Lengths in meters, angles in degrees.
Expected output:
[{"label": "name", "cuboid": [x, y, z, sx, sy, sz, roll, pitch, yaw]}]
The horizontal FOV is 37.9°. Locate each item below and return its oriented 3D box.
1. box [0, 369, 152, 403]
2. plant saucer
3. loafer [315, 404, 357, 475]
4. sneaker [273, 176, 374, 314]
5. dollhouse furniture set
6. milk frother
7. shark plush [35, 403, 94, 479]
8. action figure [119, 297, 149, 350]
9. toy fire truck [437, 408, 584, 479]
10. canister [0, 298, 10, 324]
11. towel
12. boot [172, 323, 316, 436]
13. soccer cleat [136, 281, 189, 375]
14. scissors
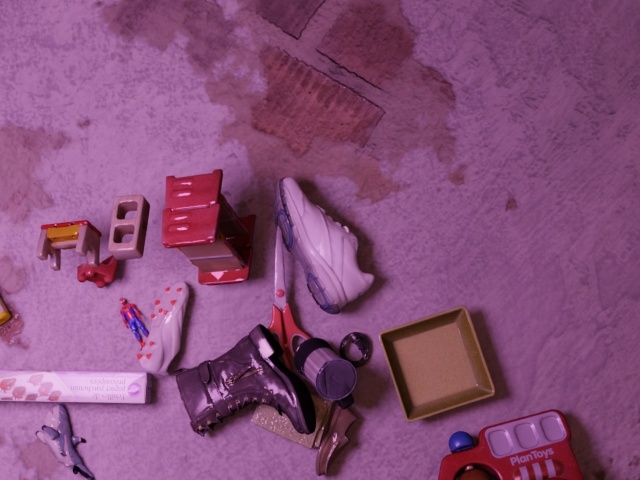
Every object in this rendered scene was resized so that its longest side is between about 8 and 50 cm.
[{"label": "box", "cuboid": [-0.502, 0.292, 1.856, 0.324, 0.067, 0.063, 1, 80, 2]}, {"label": "plant saucer", "cuboid": [0.230, 0.246, 1.863, 0.188, 0.045, 0.188, -17, 81, -2]}, {"label": "loafer", "cuboid": [0.031, 0.396, 1.834, 0.050, 0.056, 0.148, 19, 81, 10]}, {"label": "sneaker", "cuboid": [0.000, 0.000, 1.894, 0.129, 0.111, 0.297, -26, 84, -20]}, {"label": "dollhouse furniture set", "cuboid": [-0.337, -0.011, 1.840, 0.374, 0.201, 0.152, -5, 63, 13]}, {"label": "milk frother", "cuboid": [0.042, 0.239, 1.821, 0.129, 0.135, 0.143, 43, 85, -24]}, {"label": "shark plush", "cuboid": [-0.496, 0.404, 1.844, 0.067, 0.073, 0.161, -33, 75, -35]}, {"label": "action figure", "cuboid": [-0.379, 0.167, 1.895, 0.038, 0.030, 0.115, -32, 79, 0]}, {"label": "toy fire truck", "cuboid": [0.358, 0.472, 1.781, 0.302, 0.169, 0.254, -14, 56, -2]}, {"label": "canister", "cuboid": [-0.721, 0.112, 1.887, 0.126, 0.073, 0.170, -31, 83, -4]}, {"label": "towel", "cuboid": [-0.056, 0.344, 1.859, 0.148, 0.027, 0.110, 20, 81, 4]}, {"label": "boot", "cuboid": [-0.152, 0.314, 1.824, 0.229, 0.091, 0.263, -35, 66, 7]}, {"label": "soccer cleat", "cuboid": [-0.307, 0.178, 1.879, 0.068, 0.076, 0.196, -2, 59, 39]}, {"label": "scissors", "cuboid": [-0.089, 0.126, 1.876, 0.109, 0.021, 0.297, -16, 92, -2]}]
